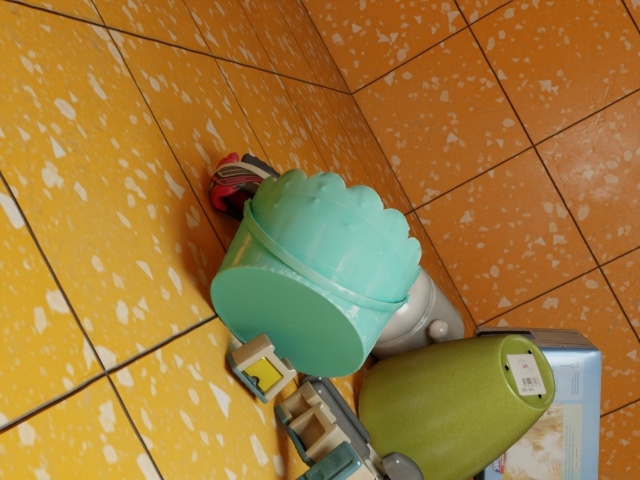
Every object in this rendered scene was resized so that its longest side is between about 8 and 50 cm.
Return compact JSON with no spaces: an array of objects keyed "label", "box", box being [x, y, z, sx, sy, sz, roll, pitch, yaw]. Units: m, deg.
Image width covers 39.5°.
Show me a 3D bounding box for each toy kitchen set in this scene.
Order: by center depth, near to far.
[{"label":"toy kitchen set","box":[-0.052,0.254,1.203,0.166,0.122,0.207,52,-3,-31]}]

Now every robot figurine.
[{"label":"robot figurine","box":[0.173,0.162,1.883,0.300,0.200,0.353,22,-18,44]}]

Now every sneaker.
[{"label":"sneaker","box":[-0.057,-0.033,1.534,0.299,0.121,0.112,25,32,-8]}]

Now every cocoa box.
[{"label":"cocoa box","box":[0.437,0.368,1.835,0.228,0.231,0.347,-55,145,-84]}]

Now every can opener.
[{"label":"can opener","box":[0.075,0.323,1.471,0.283,0.095,0.076,56,15,-20]}]

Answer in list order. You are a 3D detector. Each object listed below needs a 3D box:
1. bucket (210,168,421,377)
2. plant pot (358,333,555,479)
[{"label":"bucket","box":[-0.011,0.052,1.275,0.281,0.281,0.183,53,49,-30]},{"label":"plant pot","box":[0.267,0.287,1.599,0.274,0.293,0.275,22,51,-30]}]
